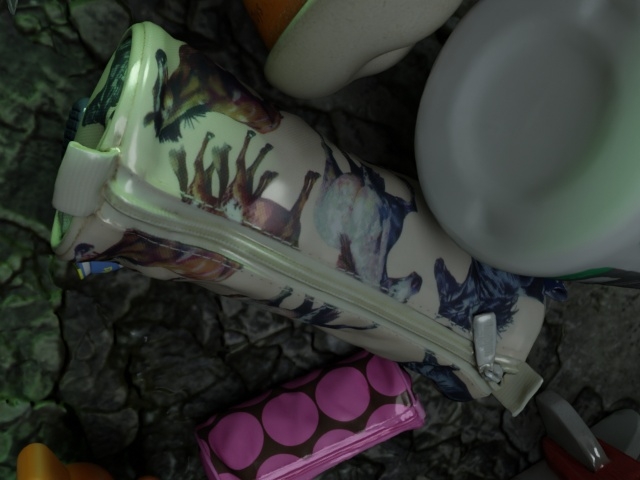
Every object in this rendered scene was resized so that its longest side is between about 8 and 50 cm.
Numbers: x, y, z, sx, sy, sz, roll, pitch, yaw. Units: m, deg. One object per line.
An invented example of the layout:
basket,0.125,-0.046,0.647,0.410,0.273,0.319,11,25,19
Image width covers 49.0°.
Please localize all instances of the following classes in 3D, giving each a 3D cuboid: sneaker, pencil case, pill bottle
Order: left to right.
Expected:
sneaker,-0.174,-0.042,0.561,0.059,0.053,0.144,-5,110,-24
pencil case,-0.005,0.174,0.646,0.209,0.098,0.095,-24,110,-13
pencil case,0.000,0.000,0.533,0.411,0.183,0.159,25,103,-30
pill bottle,0.265,-0.061,0.542,0.361,0.204,0.204,8,101,-39

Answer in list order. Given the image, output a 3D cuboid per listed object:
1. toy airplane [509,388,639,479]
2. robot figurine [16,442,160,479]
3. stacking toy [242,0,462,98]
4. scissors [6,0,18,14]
toy airplane,0.328,0.264,0.640,0.272,0.385,0.386,69,33,-42
robot figurine,-0.182,0.261,0.535,0.158,0.128,0.219,-50,122,-50
stacking toy,-0.023,-0.363,0.429,0.351,0.350,0.480,-41,98,-6
scissors,-0.257,-0.316,0.482,0.109,0.021,0.296,2,103,-22
